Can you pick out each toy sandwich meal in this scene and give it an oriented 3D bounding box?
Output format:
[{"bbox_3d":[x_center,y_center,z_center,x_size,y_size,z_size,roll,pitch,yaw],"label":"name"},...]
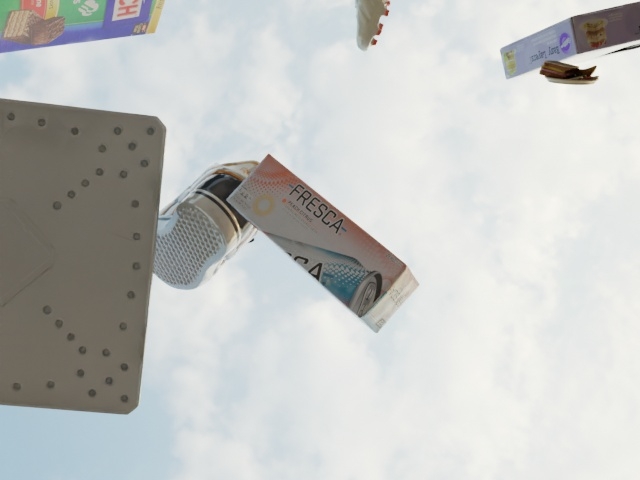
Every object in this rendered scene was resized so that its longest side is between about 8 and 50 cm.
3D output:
[{"bbox_3d":[0.369,-0.249,1.117,0.086,0.085,0.029,-7,-70,-23],"label":"toy sandwich meal"}]

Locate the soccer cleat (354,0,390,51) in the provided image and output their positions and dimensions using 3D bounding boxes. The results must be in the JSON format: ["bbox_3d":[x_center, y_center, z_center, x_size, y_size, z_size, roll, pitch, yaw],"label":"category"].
[{"bbox_3d":[0.070,-0.378,1.135,0.076,0.068,0.196,14,-100,-4],"label":"soccer cleat"}]

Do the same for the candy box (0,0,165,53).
[{"bbox_3d":[-0.384,-0.429,1.152,0.317,0.268,0.122,-21,-110,-35],"label":"candy box"}]

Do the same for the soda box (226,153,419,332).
[{"bbox_3d":[0.000,0.000,0.684,0.183,0.058,0.063,40,-93,29],"label":"soda box"}]

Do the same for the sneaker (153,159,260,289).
[{"bbox_3d":[-0.161,-0.019,1.069,0.126,0.321,0.127,50,-120,-11],"label":"sneaker"}]

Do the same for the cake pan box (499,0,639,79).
[{"bbox_3d":[0.486,-0.355,1.311,0.267,0.246,0.070,-15,-82,-14],"label":"cake pan box"}]

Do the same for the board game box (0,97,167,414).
[{"bbox_3d":[-0.411,0.014,0.980,0.390,0.050,0.389,6,-88,-5],"label":"board game box"}]
